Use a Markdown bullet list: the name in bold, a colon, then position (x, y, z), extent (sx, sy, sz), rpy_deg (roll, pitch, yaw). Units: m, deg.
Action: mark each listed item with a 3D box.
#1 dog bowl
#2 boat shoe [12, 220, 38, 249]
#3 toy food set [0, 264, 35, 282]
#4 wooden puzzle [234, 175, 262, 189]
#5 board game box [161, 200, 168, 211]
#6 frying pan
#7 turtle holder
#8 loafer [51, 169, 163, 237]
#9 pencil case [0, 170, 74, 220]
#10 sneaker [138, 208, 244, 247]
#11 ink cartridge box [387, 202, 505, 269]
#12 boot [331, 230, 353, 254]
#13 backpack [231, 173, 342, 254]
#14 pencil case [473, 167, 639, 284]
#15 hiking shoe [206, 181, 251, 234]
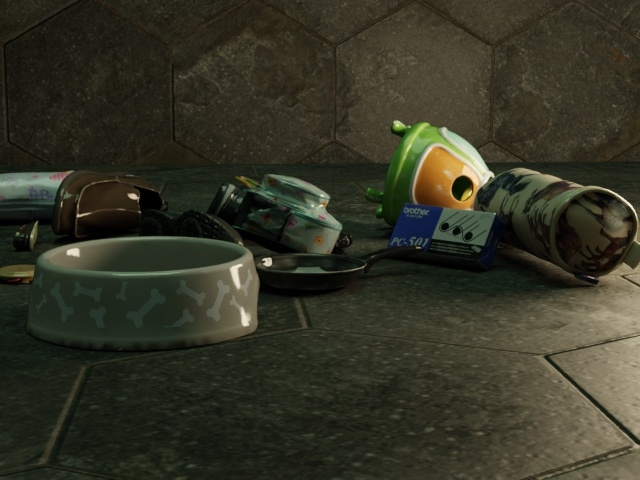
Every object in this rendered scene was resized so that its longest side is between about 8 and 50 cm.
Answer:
- **dog bowl**: position (-0.250, 0.066, 1.579), extent (0.349, 0.102, 0.349), rpy_deg (-1, 10, 0)
- **boat shoe**: position (-0.589, -0.013, 2.199), extent (0.042, 0.048, 0.133), rpy_deg (7, 13, -8)
- **toy food set**: position (-0.512, 0.057, 1.868), extent (0.083, 0.020, 0.082), rpy_deg (-3, 10, -21)
- **wooden puzzle**: position (-0.129, -0.113, 2.342), extent (0.079, 0.014, 0.116), rpy_deg (35, 10, 24)
- **board game box**: position (-0.468, -0.075, 2.645), extent (0.126, 0.026, 0.186), rpy_deg (4, 10, 21)
- **frying pan**: position (0.016, 0.041, 1.883), extent (0.197, 0.053, 0.326), rpy_deg (7, 10, 35)
- **turtle holder**: position (0.249, -0.108, 2.375), extent (0.228, 0.243, 0.320), rpy_deg (18, -26, 16)
- **loafer**: position (-0.449, -0.084, 2.365), extent (0.130, 0.133, 0.366), rpy_deg (14, 17, 16)
- **pencil case**: position (-0.673, -0.095, 2.508), extent (0.273, 0.113, 0.124), rpy_deg (-1, 37, -11)
- **sneaker**: position (-0.219, -0.008, 2.040), extent (0.130, 0.109, 0.286), rpy_deg (3, 9, -41)
- **ink cartridge box**: position (0.231, -0.009, 2.030), extent (0.207, 0.097, 0.046), rpy_deg (8, -22, 40)
- **boot**: position (0.000, 0.000, 2.150), extent (0.121, 0.045, 0.099), rpy_deg (7, 12, 19)
- **backpack**: position (-0.050, -0.040, 2.026), extent (0.188, 0.144, 0.166), rpy_deg (30, 3, 2)
- **pencil case**: position (0.422, -0.034, 2.012), extent (0.183, 0.160, 0.410), rpy_deg (44, -2, -15)
- **hiking shoe**: position (-0.145, -0.047, 2.346), extent (0.132, 0.113, 0.304), rpy_deg (33, 9, 9)
